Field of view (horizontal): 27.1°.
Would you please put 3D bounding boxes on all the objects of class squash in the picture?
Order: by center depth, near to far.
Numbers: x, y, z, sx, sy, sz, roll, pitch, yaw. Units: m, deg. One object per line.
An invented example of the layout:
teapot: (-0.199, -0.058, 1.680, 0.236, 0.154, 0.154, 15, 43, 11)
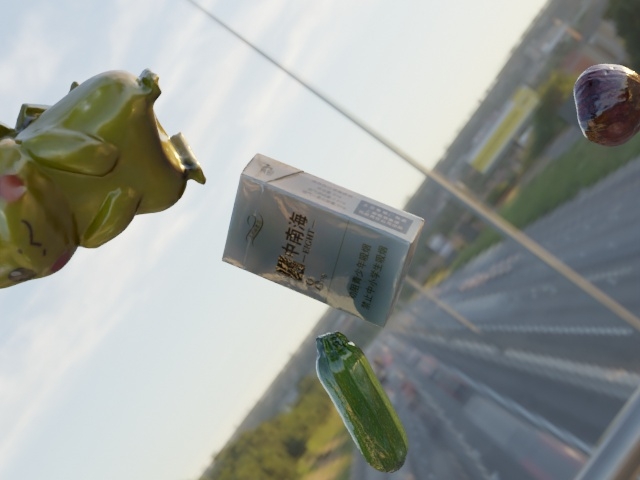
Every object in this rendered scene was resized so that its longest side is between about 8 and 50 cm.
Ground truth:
squash: (0.055, 0.213, 1.733, 0.068, 0.219, 0.077, -27, 16, 4)

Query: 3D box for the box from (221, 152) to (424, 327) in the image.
box: (0.000, 0.000, 1.753, 0.067, 0.243, 0.155, -56, -14, -52)

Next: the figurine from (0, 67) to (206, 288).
figurine: (-0.293, -0.064, 1.382, 0.327, 0.218, 0.169, -35, 33, -18)

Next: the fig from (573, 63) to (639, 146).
fig: (0.452, -0.200, 2.022, 0.128, 0.150, 0.128, -35, -40, -36)
